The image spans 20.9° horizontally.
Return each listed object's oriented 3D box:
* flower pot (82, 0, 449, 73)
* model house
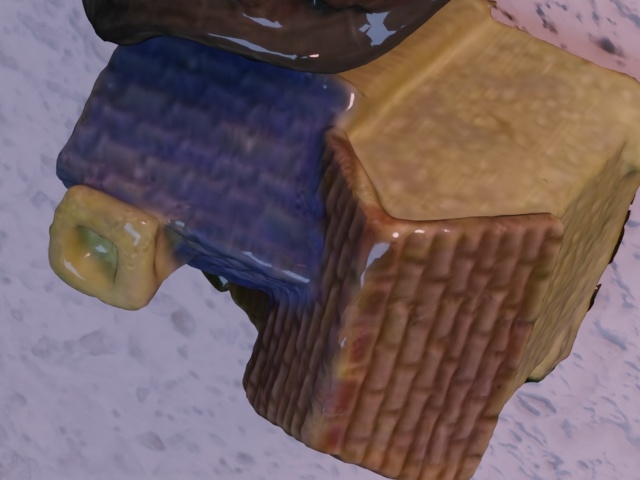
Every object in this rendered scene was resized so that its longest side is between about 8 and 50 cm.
[{"bbox_3d":[-0.031,-0.220,0.841,0.302,0.302,0.213,1,130,25],"label":"flower pot"},{"bbox_3d":[0.000,0.000,0.994,0.321,0.266,0.261,26,124,15],"label":"model house"}]
